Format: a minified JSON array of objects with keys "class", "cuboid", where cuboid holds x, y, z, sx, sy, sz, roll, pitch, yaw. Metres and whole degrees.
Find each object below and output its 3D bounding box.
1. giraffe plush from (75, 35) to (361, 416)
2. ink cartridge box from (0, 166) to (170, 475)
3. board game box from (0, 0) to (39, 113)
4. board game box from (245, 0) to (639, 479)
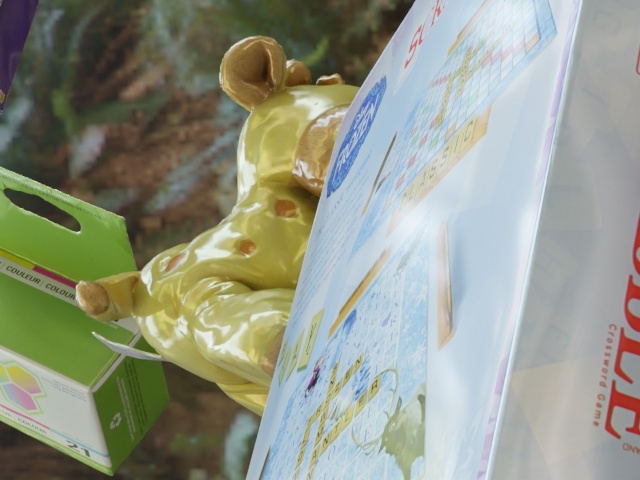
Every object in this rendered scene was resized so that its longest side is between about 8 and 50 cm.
[{"class":"giraffe plush","cuboid":[0.000,0.000,0.807,0.170,0.210,0.181,-65,-30,-13]},{"class":"ink cartridge box","cuboid":[-0.245,0.061,1.383,0.097,0.189,0.255,-54,-26,-32]},{"class":"board game box","cuboid":[-0.220,-0.165,0.919,0.141,0.048,0.170,52,-152,-35]},{"class":"board game box","cuboid":[0.043,0.033,0.512,0.318,0.066,0.318,126,161,-63]}]
